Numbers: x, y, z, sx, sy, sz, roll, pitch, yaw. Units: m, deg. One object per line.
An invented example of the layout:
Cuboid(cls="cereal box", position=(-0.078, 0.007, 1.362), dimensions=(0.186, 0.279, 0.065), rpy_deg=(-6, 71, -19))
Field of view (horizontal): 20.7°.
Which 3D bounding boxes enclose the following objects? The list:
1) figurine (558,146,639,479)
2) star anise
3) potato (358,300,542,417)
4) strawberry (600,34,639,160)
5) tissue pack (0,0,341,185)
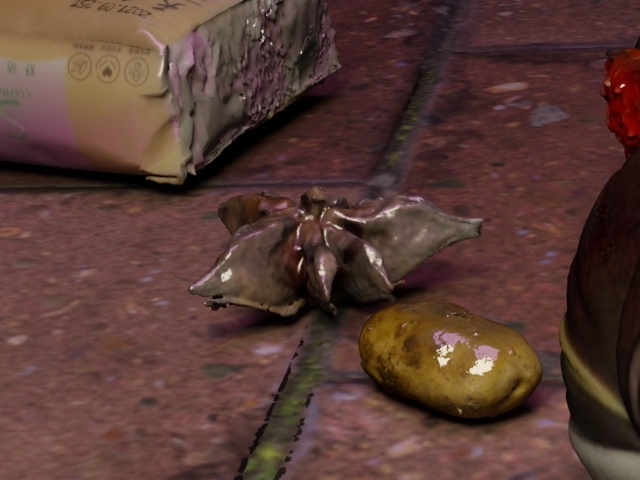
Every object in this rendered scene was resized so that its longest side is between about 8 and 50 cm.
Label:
Cuboid(cls="figurine", position=(0.219, 0.021, 0.581), dimensions=(0.370, 0.167, 0.281), rpy_deg=(-12, 1, -39))
Cuboid(cls="star anise", position=(0.011, 0.001, 0.807), dimensions=(0.129, 0.056, 0.124), rpy_deg=(-3, 21, 6))
Cuboid(cls="potato", position=(0.051, 0.046, 0.705), dimensions=(0.083, 0.040, 0.051), rpy_deg=(13, 33, 42))
Cuboid(cls="strawberry", position=(0.213, -0.050, 0.852), dimensions=(0.192, 0.085, 0.140), rpy_deg=(22, 26, 40))
Cuboid(cls="tissue pack", position=(-0.145, -0.122, 1.071), dimensions=(0.256, 0.123, 0.215), rpy_deg=(6, 26, 28))
